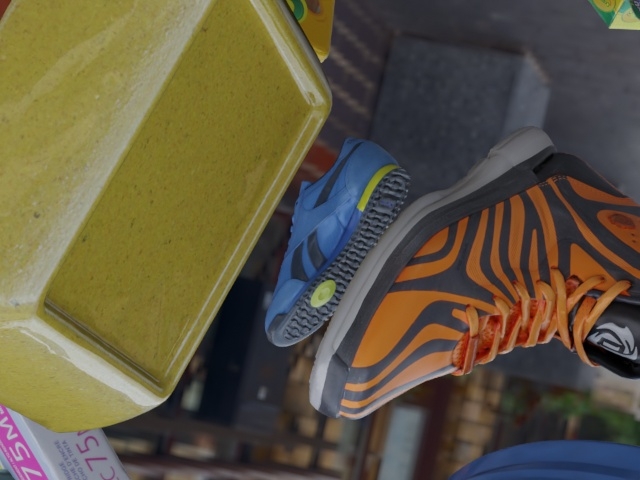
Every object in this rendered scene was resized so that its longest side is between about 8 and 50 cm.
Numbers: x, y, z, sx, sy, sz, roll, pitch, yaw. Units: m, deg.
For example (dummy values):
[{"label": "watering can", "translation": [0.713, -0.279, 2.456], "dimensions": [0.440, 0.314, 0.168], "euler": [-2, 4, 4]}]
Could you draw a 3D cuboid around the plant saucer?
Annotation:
[{"label": "plant saucer", "translation": [-0.103, -0.042, 1.016], "dimensions": [0.081, 0.333, 0.333], "euler": [27, 171, 20]}]

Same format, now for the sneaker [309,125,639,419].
[{"label": "sneaker", "translation": [0.140, 0.043, 1.150], "dimensions": [0.180, 0.321, 0.125], "euler": [33, 139, 18]}]

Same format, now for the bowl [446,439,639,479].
[{"label": "bowl", "translation": [0.223, 0.286, 1.130], "dimensions": [0.391, 0.077, 0.391], "euler": [19, 138, 18]}]

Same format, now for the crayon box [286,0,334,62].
[{"label": "crayon box", "translation": [-0.088, -0.253, 1.378], "dimensions": [0.203, 0.323, 0.083], "euler": [17, 150, -21]}]

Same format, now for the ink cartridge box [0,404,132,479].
[{"label": "ink cartridge box", "translation": [-0.275, 0.166, 1.350], "dimensions": [0.065, 0.186, 0.311], "euler": [-29, 178, -35]}]

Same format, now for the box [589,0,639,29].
[{"label": "box", "translation": [0.298, -0.260, 1.640], "dimensions": [0.105, 0.043, 0.179], "euler": [-2, -136, -30]}]

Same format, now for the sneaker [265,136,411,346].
[{"label": "sneaker", "translation": [0.000, 0.000, 1.584], "dimensions": [0.082, 0.209, 0.069], "euler": [35, -173, 30]}]
